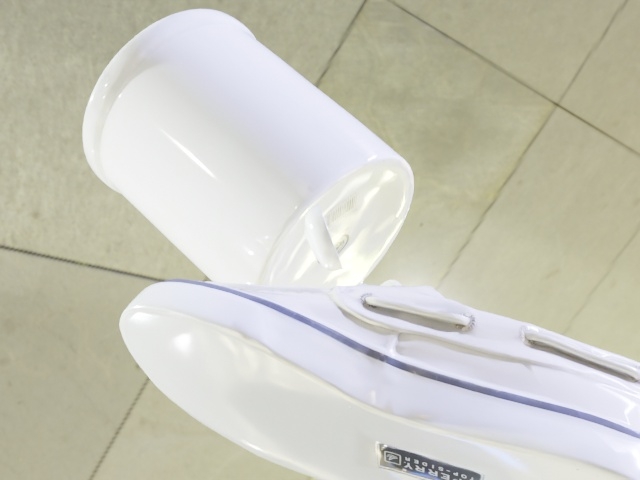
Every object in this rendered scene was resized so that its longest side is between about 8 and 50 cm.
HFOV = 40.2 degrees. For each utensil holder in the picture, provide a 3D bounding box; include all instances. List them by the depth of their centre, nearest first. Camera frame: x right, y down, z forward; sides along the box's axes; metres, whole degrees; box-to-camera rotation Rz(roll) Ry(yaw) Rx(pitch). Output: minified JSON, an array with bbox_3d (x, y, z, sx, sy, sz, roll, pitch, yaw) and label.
[{"bbox_3d":[-0.103,-0.101,1.287,0.327,0.385,0.327,-36,152,-23],"label":"utensil holder"}]

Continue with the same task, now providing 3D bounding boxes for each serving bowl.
[{"bbox_3d":[0.000,0.000,1.038,0.027,0.083,0.083,-21,135,1],"label":"serving bowl"}]

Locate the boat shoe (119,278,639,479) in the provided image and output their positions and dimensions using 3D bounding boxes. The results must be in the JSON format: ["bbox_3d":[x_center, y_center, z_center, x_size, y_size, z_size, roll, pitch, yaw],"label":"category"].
[{"bbox_3d":[0.037,0.061,0.418,0.088,0.267,0.096,-59,154,-43],"label":"boat shoe"}]
